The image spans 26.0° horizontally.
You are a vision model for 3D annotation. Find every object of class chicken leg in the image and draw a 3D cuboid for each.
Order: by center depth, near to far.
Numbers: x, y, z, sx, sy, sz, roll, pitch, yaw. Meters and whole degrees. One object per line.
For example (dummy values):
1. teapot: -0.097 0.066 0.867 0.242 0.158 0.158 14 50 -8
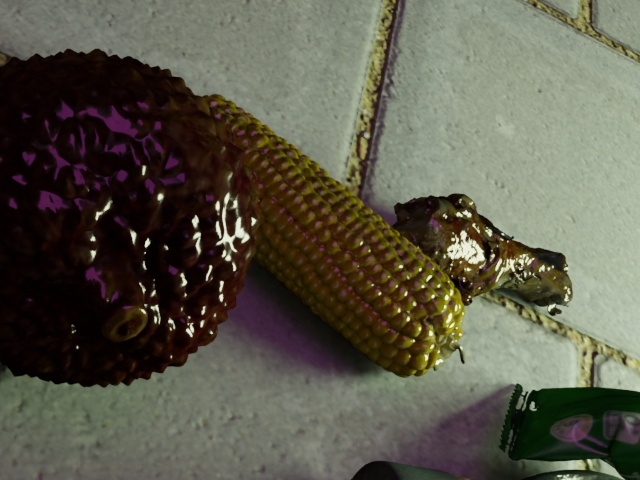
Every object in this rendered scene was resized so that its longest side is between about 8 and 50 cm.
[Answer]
1. chicken leg: 0.136 0.014 1.230 0.196 0.080 0.125 -1 64 -44

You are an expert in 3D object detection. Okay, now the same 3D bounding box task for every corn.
1. corn: 0.000 0.000 1.123 0.310 0.101 0.101 42 42 3

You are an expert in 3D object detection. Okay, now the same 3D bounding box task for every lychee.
1. lychee: -0.164 -0.024 0.942 0.236 0.236 0.271 4 27 -32

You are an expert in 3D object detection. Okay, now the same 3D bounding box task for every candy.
1. candy: 0.247 0.159 1.112 0.203 0.078 0.141 14 5 13

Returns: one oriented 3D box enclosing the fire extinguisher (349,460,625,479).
1. fire extinguisher: 0.193 0.225 1.040 0.376 0.113 0.200 16 45 -22
